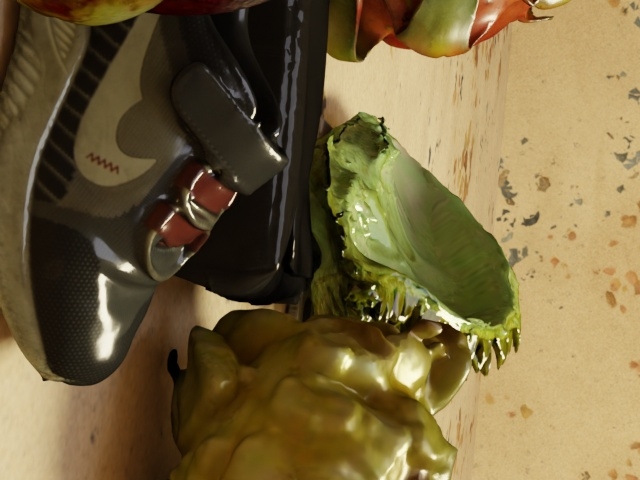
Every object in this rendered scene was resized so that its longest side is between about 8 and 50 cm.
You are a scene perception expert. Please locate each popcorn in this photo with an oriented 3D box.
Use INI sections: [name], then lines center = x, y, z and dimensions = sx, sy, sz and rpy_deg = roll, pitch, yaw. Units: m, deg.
[popcorn]
center = -0.012, 0.125, 0.691
dimensions = 0.218, 0.170, 0.189
rpy_deg = -31, 132, -87

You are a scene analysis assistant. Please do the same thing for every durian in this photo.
[durian]
center = 0.069, 0.003, 0.941
dimensions = 0.394, 0.163, 0.198
rpy_deg = -28, 118, -74

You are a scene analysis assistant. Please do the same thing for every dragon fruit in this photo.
[dragon fruit]
center = 0.085, -0.243, 0.866
dimensions = 0.227, 0.224, 0.224
rpy_deg = 79, 21, -51

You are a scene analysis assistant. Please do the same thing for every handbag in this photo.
[handbag]
center = -0.039, -0.087, 0.700
dimensions = 0.223, 0.080, 0.246
rpy_deg = 52, 43, -84

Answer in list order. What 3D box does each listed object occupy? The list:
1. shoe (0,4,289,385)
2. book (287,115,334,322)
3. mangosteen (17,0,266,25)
[shoe]
center = -0.065, -0.052, 0.509
dimensions = 0.099, 0.112, 0.227
rpy_deg = 26, 67, -77
[book]
center = 0.000, 0.000, 1.020
dimensions = 0.127, 0.014, 0.181
rpy_deg = 35, 61, -75
[mangosteen]
center = -0.067, -0.152, 0.383
dimensions = 0.200, 0.200, 0.199
rpy_deg = 5, 90, -77
